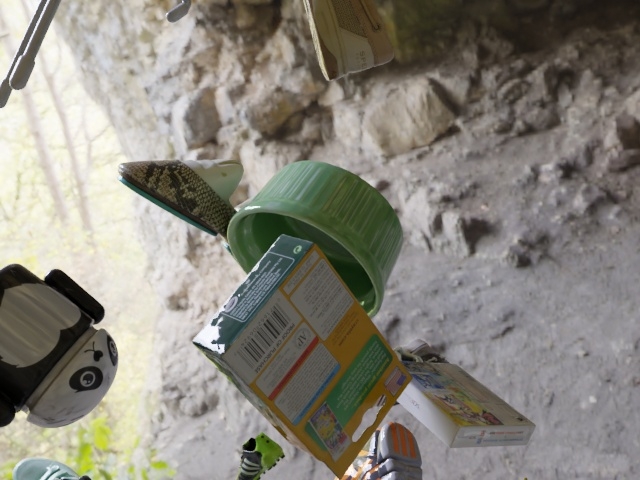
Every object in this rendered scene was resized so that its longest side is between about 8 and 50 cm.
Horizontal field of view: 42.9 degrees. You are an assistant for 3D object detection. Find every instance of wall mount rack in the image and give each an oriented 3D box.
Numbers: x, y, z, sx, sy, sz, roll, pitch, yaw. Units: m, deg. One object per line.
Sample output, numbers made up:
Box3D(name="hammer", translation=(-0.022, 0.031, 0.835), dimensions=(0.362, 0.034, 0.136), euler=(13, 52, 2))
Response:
Box3D(name="wall mount rack", translation=(-0.270, -0.287, 0.984), dimensions=(0.304, 0.130, 0.350), euler=(-31, 15, -22))

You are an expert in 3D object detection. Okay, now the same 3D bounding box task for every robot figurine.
Box3D(name="robot figurine", translation=(-0.422, 0.142, 1.160), dimensions=(0.209, 0.278, 0.173), euler=(-52, 6, -8))

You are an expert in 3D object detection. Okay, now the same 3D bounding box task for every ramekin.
Box3D(name="ramekin", translation=(0.000, 0.000, 1.460), dimensions=(0.303, 0.303, 0.148), euler=(6, 50, 35))

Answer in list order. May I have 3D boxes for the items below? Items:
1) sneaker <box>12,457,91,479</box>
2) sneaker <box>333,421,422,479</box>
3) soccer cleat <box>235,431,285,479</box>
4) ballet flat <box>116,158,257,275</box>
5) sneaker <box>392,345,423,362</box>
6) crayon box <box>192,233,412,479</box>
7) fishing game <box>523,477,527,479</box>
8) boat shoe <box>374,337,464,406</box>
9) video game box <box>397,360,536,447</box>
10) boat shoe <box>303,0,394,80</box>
Box3D(name="sneaker", translation=(-0.532, 0.482, 1.623), dimensions=(0.256, 0.151, 0.094), euler=(20, 60, 24))
Box3D(name="sneaker", translation=(0.114, 0.514, 1.519), dimensions=(0.180, 0.125, 0.321), euler=(-43, 30, 33))
Box3D(name="soccer cleat", translation=(-0.130, 0.428, 1.593), dimensions=(0.060, 0.072, 0.179), euler=(-35, -11, -45))
Box3D(name="ballet flat", translation=(-0.164, -0.045, 1.591), dimensions=(0.182, 0.483, 0.164), euler=(-50, 26, -3))
Box3D(name="sneaker", translation=(0.185, 0.260, 1.571), dimensions=(0.061, 0.152, 0.053), euler=(-47, 14, 39))
Box3D(name="crayon box", translation=(-0.014, 0.175, 1.190), dimensions=(0.083, 0.323, 0.203), euler=(14, 58, 49))
Box3D(name="fishing game", translation=(0.275, 0.519, 1.408), dimensions=(0.041, 0.189, 0.264), euler=(26, 47, 35))
Box3D(name="boat shoe", translation=(0.224, 0.313, 1.790), dimensions=(0.158, 0.127, 0.340), euler=(31, 19, 16))
Box3D(name="video game box", translation=(0.220, 0.267, 1.346), dimensions=(0.187, 0.048, 0.205), euler=(12, 15, -38))
Box3D(name="boat shoe", translation=(0.018, -0.395, 1.151), dimensions=(0.110, 0.341, 0.121), euler=(-14, -8, 1))
